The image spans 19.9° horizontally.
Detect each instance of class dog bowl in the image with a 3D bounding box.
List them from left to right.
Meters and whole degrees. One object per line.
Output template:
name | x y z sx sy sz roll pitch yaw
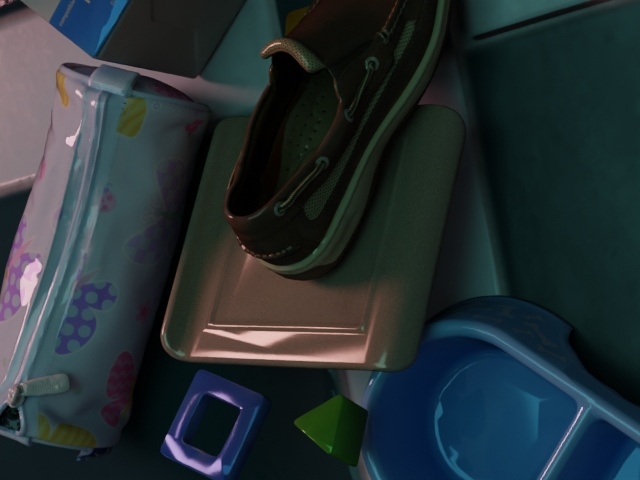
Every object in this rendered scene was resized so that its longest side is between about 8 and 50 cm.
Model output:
dog bowl | 0.150 0.153 1.142 0.297 0.074 0.166 35 103 24

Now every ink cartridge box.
ink cartridge box | -0.182 -0.213 1.292 0.231 0.134 0.078 39 106 23

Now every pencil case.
pencil case | -0.166 0.011 1.283 0.113 0.124 0.273 20 97 27

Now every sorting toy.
sorting toy | 0.000 0.000 1.210 0.196 0.047 0.348 1 69 35

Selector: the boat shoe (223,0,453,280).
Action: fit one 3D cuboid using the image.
boat shoe | 0.010 -0.106 1.159 0.095 0.095 0.257 7 73 37
